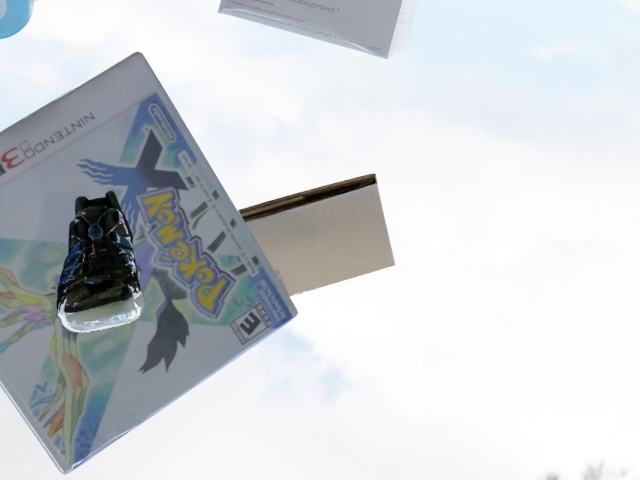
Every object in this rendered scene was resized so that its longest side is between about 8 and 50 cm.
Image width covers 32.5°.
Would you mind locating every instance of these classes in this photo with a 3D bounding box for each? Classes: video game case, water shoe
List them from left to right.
[{"bbox_3d":[-0.195,0.014,0.937,0.072,0.080,0.203,-13,-161,-8],"label":"water shoe"},{"bbox_3d":[-0.224,0.023,1.122,0.300,0.329,0.036,-34,-165,-13],"label":"video game case"}]

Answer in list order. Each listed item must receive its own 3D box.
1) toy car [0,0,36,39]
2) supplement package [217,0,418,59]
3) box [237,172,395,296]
[{"bbox_3d":[-0.191,-0.284,0.962,0.238,0.210,0.219,12,-141,-24],"label":"toy car"},{"bbox_3d":[0.018,-0.323,1.185,0.194,0.203,0.149,16,-164,8],"label":"supplement package"},{"bbox_3d":[0.000,0.000,1.297,0.164,0.201,0.021,-16,-121,1],"label":"box"}]
